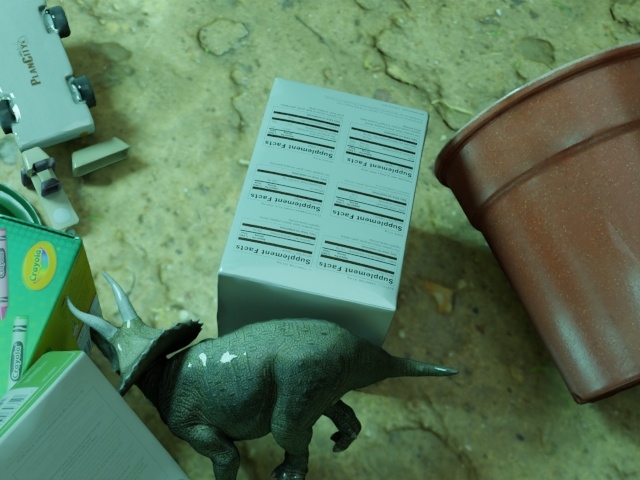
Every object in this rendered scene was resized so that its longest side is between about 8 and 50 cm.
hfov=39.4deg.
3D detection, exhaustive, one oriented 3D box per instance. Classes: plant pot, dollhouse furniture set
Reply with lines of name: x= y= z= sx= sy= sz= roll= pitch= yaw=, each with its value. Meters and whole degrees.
plant pot: x=0.282 y=-0.003 z=0.847 sx=0.272 sy=0.272 sz=0.265 roll=-16 pitch=73 yaw=-15
dollhouse furniture set: x=-0.234 y=-0.059 z=0.908 sx=0.114 sy=0.091 sz=0.081 roll=-25 pitch=83 yaw=-22

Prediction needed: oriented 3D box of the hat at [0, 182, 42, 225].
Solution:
hat: x=-0.370 y=-0.031 z=0.807 sx=0.209 sy=0.183 sz=0.173 roll=-1 pitch=62 yaw=-8

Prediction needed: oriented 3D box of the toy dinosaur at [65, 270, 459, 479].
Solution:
toy dinosaur: x=-0.043 y=0.120 z=0.718 sx=0.314 sy=0.160 sz=0.121 roll=-2 pitch=34 yaw=5

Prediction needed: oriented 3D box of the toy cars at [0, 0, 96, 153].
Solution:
toy cars: x=-0.399 y=-0.215 z=0.967 sx=0.394 sy=0.087 sz=0.176 roll=26 pitch=66 yaw=4

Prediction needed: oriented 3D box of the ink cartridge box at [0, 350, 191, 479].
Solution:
ink cartridge box: x=-0.163 y=0.194 z=0.663 sx=0.209 sy=0.062 sz=0.109 roll=56 pitch=49 yaw=-21

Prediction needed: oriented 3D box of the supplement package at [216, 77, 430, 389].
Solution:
supplement package: x=0.000 y=0.000 z=0.831 sx=0.149 sy=0.194 sz=0.203 roll=13 pitch=61 yaw=1

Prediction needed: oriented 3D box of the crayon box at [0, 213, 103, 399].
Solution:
crayon box: x=-0.272 y=0.141 z=0.736 sx=0.081 sy=0.165 sz=0.278 roll=16 pitch=60 yaw=2
